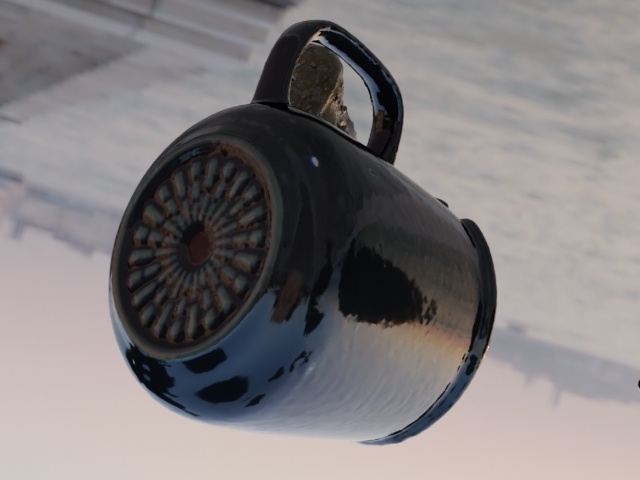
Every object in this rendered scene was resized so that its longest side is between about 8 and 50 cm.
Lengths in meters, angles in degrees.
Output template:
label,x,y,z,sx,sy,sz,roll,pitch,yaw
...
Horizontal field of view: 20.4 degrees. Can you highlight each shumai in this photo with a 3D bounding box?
label,x,y,z,sx,sy,sz,roll,pitch,yaw
shumai,-0.013,-0.061,1.205,0.139,0.123,0.105,-3,145,47

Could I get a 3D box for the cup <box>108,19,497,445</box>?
label,x,y,z,sx,sy,sz,roll,pitch,yaw
cup,0.000,0.000,0.948,0.176,0.223,0.169,23,168,-41

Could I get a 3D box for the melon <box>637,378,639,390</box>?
label,x,y,z,sx,sy,sz,roll,pitch,yaw
melon,0.218,0.019,0.760,0.054,0.182,0.098,39,-171,-29
